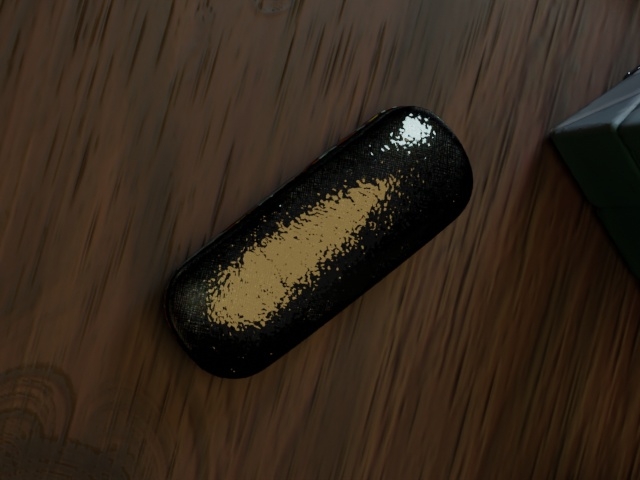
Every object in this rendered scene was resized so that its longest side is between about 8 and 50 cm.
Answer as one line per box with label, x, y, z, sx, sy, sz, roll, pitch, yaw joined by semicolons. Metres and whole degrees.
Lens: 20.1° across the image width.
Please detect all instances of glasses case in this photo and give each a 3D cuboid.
glasses case;0.000;0.000;1.369;0.266;0.067;0.103;-37;97;-12

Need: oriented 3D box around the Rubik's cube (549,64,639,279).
Rubik's cube;0.352;-0.056;1.385;0.221;0.231;0.225;-34;99;-13
